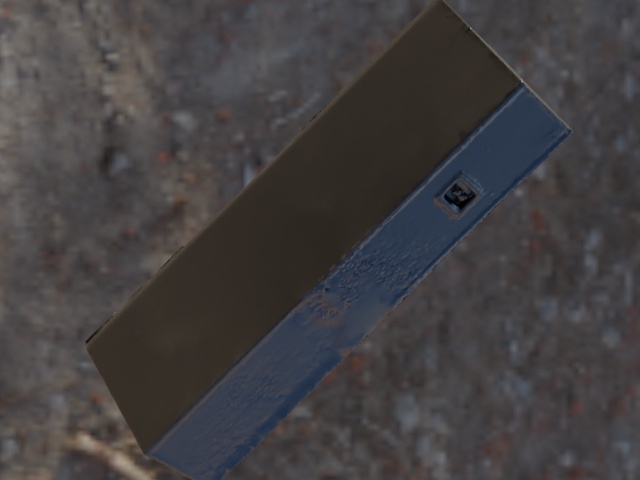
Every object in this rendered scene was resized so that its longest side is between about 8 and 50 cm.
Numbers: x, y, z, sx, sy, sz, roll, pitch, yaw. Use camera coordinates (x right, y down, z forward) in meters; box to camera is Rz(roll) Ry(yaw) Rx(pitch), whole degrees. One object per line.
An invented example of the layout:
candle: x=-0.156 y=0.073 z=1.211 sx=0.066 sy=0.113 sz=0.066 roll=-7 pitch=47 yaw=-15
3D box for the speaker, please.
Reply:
speaker: x=0.000 y=0.000 z=0.776 sx=0.218 sy=0.082 sz=0.044 roll=-45 pitch=134 yaw=7
